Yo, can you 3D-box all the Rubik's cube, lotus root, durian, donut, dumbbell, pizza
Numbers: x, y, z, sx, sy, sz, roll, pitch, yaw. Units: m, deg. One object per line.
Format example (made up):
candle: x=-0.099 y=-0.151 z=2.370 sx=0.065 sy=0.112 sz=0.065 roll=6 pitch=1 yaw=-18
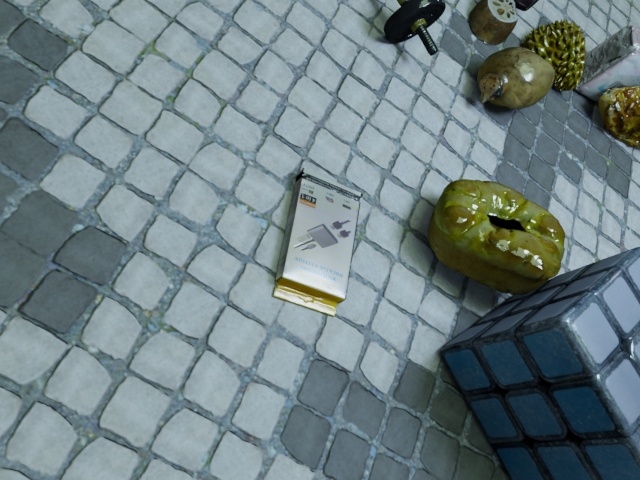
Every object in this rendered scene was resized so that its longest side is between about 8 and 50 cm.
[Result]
Rubik's cube: x=0.461 y=0.231 z=1.042 sx=0.304 sy=0.301 sz=0.305 roll=-28 pitch=85 yaw=-34
lotus root: x=0.442 y=-0.570 z=1.499 sx=0.113 sy=0.081 sz=0.122 roll=8 pitch=66 yaw=-19
durian: x=0.628 y=-0.502 z=1.558 sx=0.132 sy=0.165 sz=0.182 roll=24 pitch=81 yaw=-55
donut: x=0.341 y=-0.010 z=1.142 sx=0.262 sy=0.128 sz=0.208 roll=30 pitch=47 yaw=9
dumbbell: x=0.173 y=-0.551 z=1.292 sx=0.143 sy=0.143 sz=0.325 roll=-24 pitch=84 yaw=-34
lotus root: x=0.468 y=-0.392 z=1.403 sx=0.154 sy=0.140 sz=0.257 roll=32 pitch=34 yaw=33
pizza: x=0.878 y=-0.327 z=1.592 sx=0.306 sy=0.161 sz=0.085 roll=22 pitch=49 yaw=-18

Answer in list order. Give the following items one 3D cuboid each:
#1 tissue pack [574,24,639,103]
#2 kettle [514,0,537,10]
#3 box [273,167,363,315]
tissue pack: x=0.867 y=-0.448 z=1.614 sx=0.271 sy=0.201 sz=0.124 roll=19 pitch=58 yaw=-24
kettle: x=0.481 y=-0.704 z=1.538 sx=0.232 sy=0.144 sz=0.202 roll=36 pitch=15 yaw=-7
box: x=0.000 y=0.000 z=1.036 sx=0.129 sy=0.033 sz=0.247 roll=21 pitch=61 yaw=-22
